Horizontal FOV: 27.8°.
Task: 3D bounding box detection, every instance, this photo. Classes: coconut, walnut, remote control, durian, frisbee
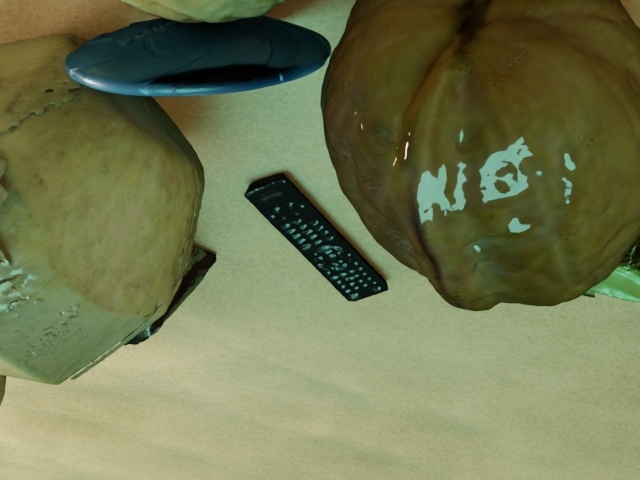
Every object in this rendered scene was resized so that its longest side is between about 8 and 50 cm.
[{"bbox_3d":[-0.296,-0.022,1.292,0.353,0.352,0.352,6,145,4],"label":"coconut"},{"bbox_3d":[0.158,-0.090,1.167,0.306,0.306,0.344,0,141,13],"label":"walnut"},{"bbox_3d":[0.000,0.000,1.551,0.063,0.025,0.245,-15,138,29],"label":"remote control"},{"bbox_3d":[0.327,0.019,1.447,0.221,0.095,0.137,17,-172,1],"label":"durian"},{"bbox_3d":[-0.111,-0.180,1.172,0.242,0.242,0.045,1,113,11],"label":"frisbee"}]

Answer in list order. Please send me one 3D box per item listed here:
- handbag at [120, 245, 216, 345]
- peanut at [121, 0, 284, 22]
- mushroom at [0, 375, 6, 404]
[{"bbox_3d":[-0.255,0.052,1.545,0.213,0.235,0.127,3,105,11],"label":"handbag"},{"bbox_3d":[-0.174,-0.264,1.121,0.325,0.140,0.153,5,162,8],"label":"peanut"},{"bbox_3d":[-0.540,0.094,1.557,0.325,0.353,0.353,-4,154,-32],"label":"mushroom"}]
